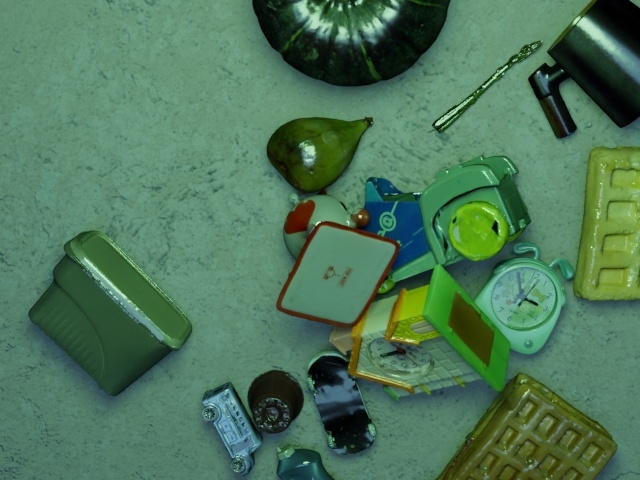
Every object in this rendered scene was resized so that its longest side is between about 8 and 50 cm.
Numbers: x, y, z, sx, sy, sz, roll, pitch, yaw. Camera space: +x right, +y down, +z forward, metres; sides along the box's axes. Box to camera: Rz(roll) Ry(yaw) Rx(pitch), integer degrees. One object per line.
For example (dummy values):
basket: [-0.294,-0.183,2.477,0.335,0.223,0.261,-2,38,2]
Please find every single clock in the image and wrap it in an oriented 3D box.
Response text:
clock: [0.361,0.099,1.579,0.148,0.060,0.188,30,101,-2]
clock: [0.156,0.180,1.517,0.255,0.106,0.220,-22,124,39]

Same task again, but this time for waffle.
waffle: [0.536,-0.023,1.530,0.168,0.057,0.274,1,102,-7]
waffle: [0.360,0.428,1.629,0.224,0.098,0.328,35,101,-1]

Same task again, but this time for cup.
cup: [0.458,-0.275,1.446,0.177,0.166,0.239,41,100,-1]

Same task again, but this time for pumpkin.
pumpkin: [0.049,-0.403,1.407,0.323,0.241,0.323,2,108,6]

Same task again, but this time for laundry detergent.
laundry detergent: [-0.015,0.468,1.681,0.096,0.061,0.206,-33,96,18]

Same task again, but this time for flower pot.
flower pot: [-0.088,0.307,1.638,0.111,0.089,0.111,1,102,4]

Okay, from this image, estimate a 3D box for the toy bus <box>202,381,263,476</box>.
toy bus: [-0.160,0.354,1.661,0.076,0.073,0.167,-28,97,-1]

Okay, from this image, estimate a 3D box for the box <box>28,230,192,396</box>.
box: [-0.391,0.135,1.607,0.178,0.138,0.274,-43,95,15]

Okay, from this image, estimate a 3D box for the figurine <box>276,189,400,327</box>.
figurine: [0.000,0.000,1.514,0.160,0.226,0.183,16,116,-26]

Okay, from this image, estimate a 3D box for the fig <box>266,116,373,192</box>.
fig: [0.000,-0.173,1.520,0.185,0.126,0.133,-46,56,3]

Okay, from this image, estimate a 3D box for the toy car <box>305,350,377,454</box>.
toy car: [0.038,0.300,1.645,0.095,0.056,0.205,-18,96,8]

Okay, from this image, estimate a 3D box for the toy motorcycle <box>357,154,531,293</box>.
toy motorcycle: [0.180,-0.039,1.518,0.326,0.191,0.200,-21,91,26]

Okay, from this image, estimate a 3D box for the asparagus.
asparagus: [0.288,-0.269,1.530,0.233,0.022,0.023,-40,52,13]
